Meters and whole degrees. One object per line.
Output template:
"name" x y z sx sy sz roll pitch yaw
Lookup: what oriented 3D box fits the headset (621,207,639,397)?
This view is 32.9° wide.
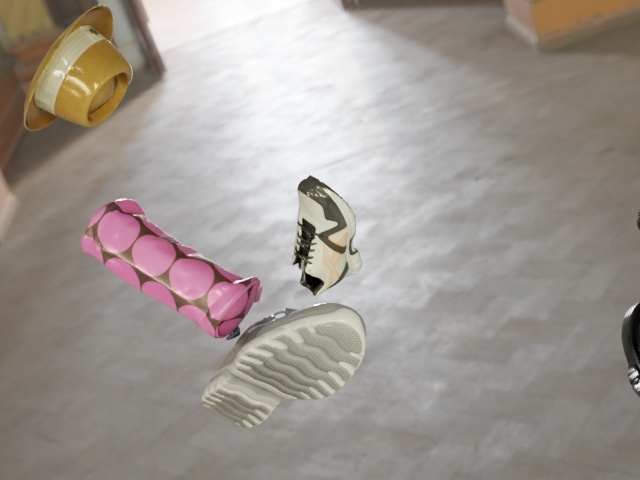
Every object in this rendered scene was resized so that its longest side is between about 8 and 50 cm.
"headset" 0.465 0.068 1.316 0.243 0.185 0.394 -40 5 20

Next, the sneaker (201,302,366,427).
"sneaker" -0.042 0.111 1.183 0.281 0.105 0.115 -32 31 51

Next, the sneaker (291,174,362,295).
"sneaker" 0.000 0.000 0.744 0.044 0.109 0.040 -38 53 -18

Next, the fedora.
"fedora" -0.289 -0.198 1.347 0.194 0.079 0.194 -57 0 0

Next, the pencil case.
"pencil case" -0.171 0.030 1.261 0.209 0.095 0.098 33 37 13
